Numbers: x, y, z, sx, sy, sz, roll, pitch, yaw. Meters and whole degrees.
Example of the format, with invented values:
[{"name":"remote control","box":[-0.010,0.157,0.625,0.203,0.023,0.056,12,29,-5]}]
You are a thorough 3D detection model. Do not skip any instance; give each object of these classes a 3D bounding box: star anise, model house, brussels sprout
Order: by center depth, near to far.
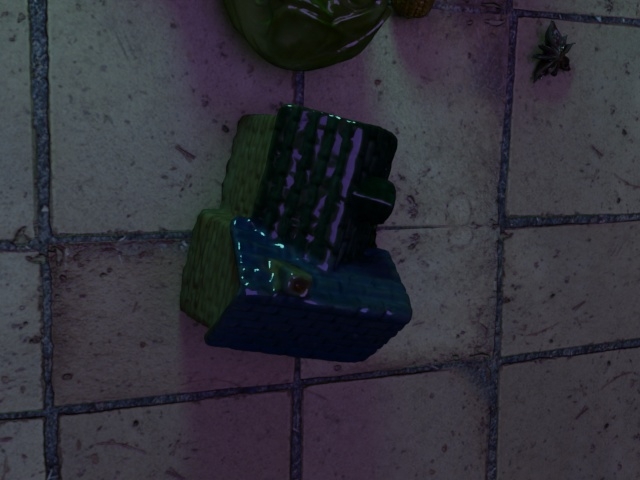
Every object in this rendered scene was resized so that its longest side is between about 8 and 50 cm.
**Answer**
[{"name":"model house","box":[0.000,0.000,1.521,0.395,0.400,0.445,13,92,-21]},{"name":"brussels sprout","box":[-0.020,-0.475,1.527,0.328,0.247,0.328,-5,103,-24]},{"name":"star anise","box":[0.523,-0.430,1.854,0.124,0.056,0.129,-21,120,-21]}]

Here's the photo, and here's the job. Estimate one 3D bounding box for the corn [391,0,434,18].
[{"name":"corn","box":[0.201,-0.573,1.619,0.106,0.106,0.293,-13,137,-20]}]
